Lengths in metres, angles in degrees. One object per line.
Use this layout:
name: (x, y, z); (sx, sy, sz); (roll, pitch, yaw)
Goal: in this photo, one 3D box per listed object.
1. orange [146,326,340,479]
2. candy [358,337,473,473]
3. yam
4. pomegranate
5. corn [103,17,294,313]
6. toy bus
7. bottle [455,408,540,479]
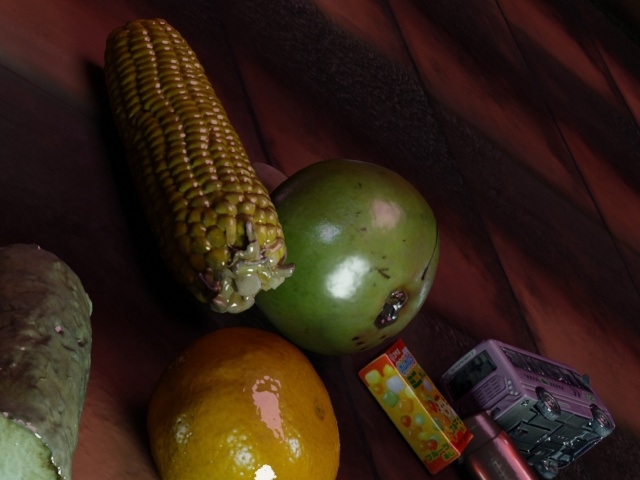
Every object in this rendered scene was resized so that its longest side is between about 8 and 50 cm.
orange: (-0.057, 0.140, 1.292); (0.156, 0.124, 0.156); (-18, 90, -72)
candy: (0.090, 0.156, 1.692); (0.122, 0.038, 0.062); (54, 21, 1)
yam: (-0.195, 0.090, 1.093); (0.107, 0.107, 0.194); (44, 22, -23)
pomegranate: (0.001, 0.000, 1.585); (0.210, 0.179, 0.179); (35, 19, 8)
corn: (-0.117, -0.070, 1.525); (0.106, 0.106, 0.305); (27, 29, -49)
toy bus: (0.213, 0.172, 1.853); (0.199, 0.096, 0.108); (20, 34, -50)
bottle: (0.182, 0.239, 1.734); (0.164, 0.060, 0.060); (56, 21, 5)
